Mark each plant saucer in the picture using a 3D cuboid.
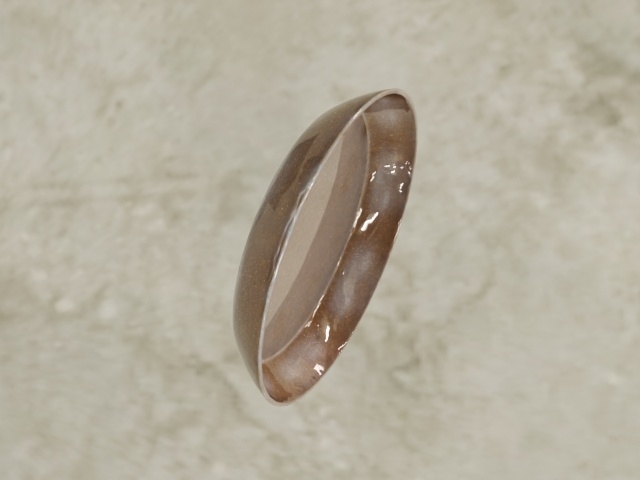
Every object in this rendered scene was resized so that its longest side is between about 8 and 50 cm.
[{"bbox_3d":[0.000,0.000,0.888,0.029,0.168,0.168,23,80,19],"label":"plant saucer"}]
